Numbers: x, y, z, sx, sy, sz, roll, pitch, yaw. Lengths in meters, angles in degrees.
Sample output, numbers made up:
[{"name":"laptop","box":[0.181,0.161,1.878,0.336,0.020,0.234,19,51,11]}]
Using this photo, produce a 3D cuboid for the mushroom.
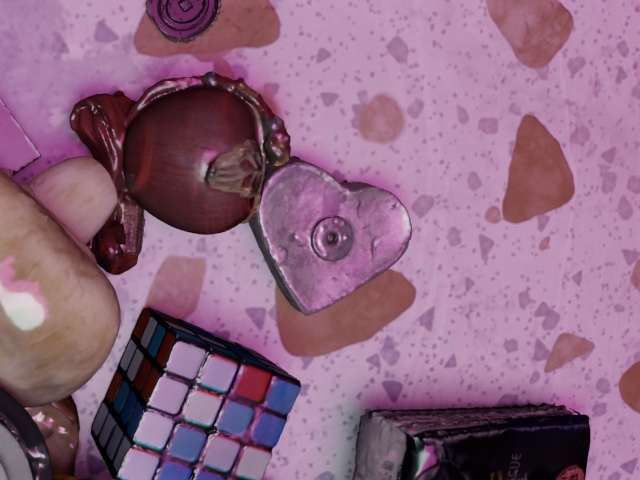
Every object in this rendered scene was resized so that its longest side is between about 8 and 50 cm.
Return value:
[{"name":"mushroom","box":[-0.275,0.015,0.877,0.254,0.260,0.234,33,64,17]}]

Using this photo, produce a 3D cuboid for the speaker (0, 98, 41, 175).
[{"name":"speaker","box":[-0.391,-0.055,0.956,0.218,0.044,0.082,-38,107,-13]}]

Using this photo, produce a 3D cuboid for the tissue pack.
[{"name":"tissue pack","box":[0.180,0.320,1.142,0.332,0.123,0.245,5,94,-37]}]

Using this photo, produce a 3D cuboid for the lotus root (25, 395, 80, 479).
[{"name":"lotus root","box":[-0.351,0.255,0.993,0.261,0.074,0.170,-48,114,-10]}]

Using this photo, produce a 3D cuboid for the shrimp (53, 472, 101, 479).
[{"name":"shrimp","box":[-0.158,0.283,0.948,0.262,0.117,0.066,12,75,1]}]

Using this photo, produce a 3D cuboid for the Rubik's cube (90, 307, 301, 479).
[{"name":"Rubik's cube","box":[-0.135,0.178,1.021,0.151,0.154,0.155,25,88,-22]}]

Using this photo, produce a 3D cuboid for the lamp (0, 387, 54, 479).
[{"name":"lamp","box":[-0.359,0.204,0.788,0.374,0.272,0.205,27,62,-11]}]

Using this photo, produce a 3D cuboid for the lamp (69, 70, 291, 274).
[{"name":"lamp","box":[-0.144,-0.067,1.006,0.223,0.151,0.215,4,89,22]}]

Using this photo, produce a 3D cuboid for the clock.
[{"name":"clock","box":[-0.146,-0.255,1.044,0.083,0.010,0.074,-39,108,-12]}]

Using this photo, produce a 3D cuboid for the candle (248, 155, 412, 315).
[{"name":"candle","box":[0.000,0.000,1.099,0.192,0.068,0.169,16,92,-18]}]
